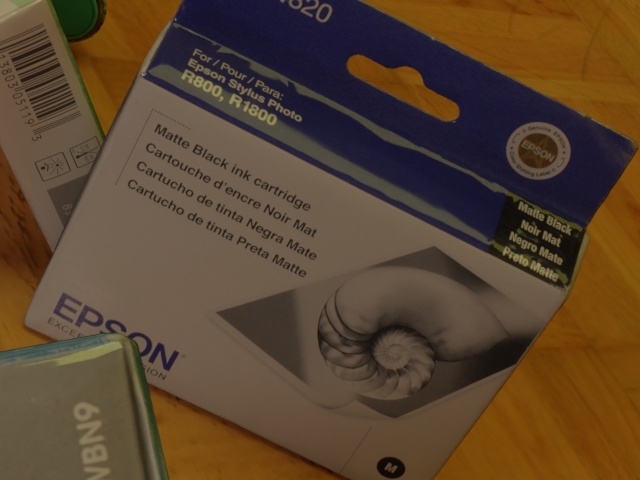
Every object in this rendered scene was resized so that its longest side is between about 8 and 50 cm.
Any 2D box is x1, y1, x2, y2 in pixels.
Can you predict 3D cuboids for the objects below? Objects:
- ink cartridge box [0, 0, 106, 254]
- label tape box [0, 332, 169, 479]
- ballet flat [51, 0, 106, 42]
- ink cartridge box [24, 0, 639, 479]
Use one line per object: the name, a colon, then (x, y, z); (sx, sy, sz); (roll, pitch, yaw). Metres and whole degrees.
ink cartridge box: (-0.166, -0.118, 0.926); (0.056, 0.181, 0.225); (-23, 51, -5)
label tape box: (-0.221, 0.113, 0.479); (0.347, 0.249, 0.115); (-12, 86, -13)
ballet flat: (-0.212, -0.178, 1.072); (0.188, 0.070, 0.070); (27, 33, -11)
ink cartridge box: (0.000, 0.000, 0.848); (0.223, 0.224, 0.045); (26, 33, -6)
